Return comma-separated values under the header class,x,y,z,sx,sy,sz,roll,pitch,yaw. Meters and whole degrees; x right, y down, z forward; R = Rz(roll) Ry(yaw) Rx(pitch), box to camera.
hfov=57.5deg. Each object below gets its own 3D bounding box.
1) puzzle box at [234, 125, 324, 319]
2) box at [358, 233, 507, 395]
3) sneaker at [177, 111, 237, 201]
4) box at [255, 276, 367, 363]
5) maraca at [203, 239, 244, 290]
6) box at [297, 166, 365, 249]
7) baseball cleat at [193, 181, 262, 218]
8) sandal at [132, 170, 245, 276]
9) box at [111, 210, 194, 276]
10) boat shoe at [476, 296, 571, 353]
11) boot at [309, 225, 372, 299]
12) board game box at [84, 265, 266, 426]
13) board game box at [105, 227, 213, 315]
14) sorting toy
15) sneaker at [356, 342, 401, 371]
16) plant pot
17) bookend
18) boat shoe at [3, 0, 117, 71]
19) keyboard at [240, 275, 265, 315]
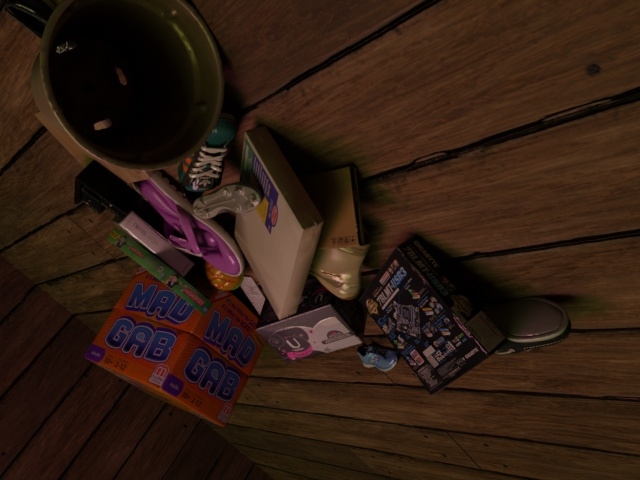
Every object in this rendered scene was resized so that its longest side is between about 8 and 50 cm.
class,x,y,z,sx,sy,sz,roll,pitch,yaw
puzzle box,-0.108,-0.023,1.326,0.272,0.052,0.409,60,155,24
box,0.236,0.177,1.320,0.293,0.073,0.295,52,151,17
sneaker,-0.249,-0.176,1.290,0.108,0.121,0.302,-1,164,-23
box,-0.020,0.206,1.544,0.247,0.142,0.163,-21,122,29
maraca,-0.287,0.064,1.703,0.127,0.099,0.186,-2,114,12
box,0.007,-0.063,1.247,0.201,0.021,0.165,-6,92,48
baseball cleat,-0.193,-0.101,1.296,0.205,0.109,0.072,-6,113,36
sandal,-0.381,-0.033,1.587,0.416,0.102,0.169,42,146,7
box,-0.511,0.003,1.753,0.232,0.058,0.322,44,168,-20
boat shoe,0.414,0.190,1.251,0.091,0.114,0.302,46,158,-19
boot,0.000,0.000,1.366,0.262,0.095,0.204,37,142,23
board game box,-0.452,0.337,1.912,0.356,0.356,0.356,11,153,32
board game box,-0.475,0.090,1.716,0.317,0.046,0.213,29,163,37
sorting toy,-0.559,-0.270,1.494,0.255,0.089,0.257,-3,134,44
sneaker,0.165,0.336,1.703,0.162,0.063,0.073,-12,124,49
plant pot,-0.410,-0.307,1.137,0.305,0.334,0.334,10,143,49
bookend,-0.575,-0.111,1.568,0.156,0.072,0.157,37,149,-7
boat shoe,-0.566,-0.442,1.276,0.254,0.079,0.095,43,146,-16
keyboard,-0.197,0.198,1.879,0.072,0.014,0.256,8,141,34
